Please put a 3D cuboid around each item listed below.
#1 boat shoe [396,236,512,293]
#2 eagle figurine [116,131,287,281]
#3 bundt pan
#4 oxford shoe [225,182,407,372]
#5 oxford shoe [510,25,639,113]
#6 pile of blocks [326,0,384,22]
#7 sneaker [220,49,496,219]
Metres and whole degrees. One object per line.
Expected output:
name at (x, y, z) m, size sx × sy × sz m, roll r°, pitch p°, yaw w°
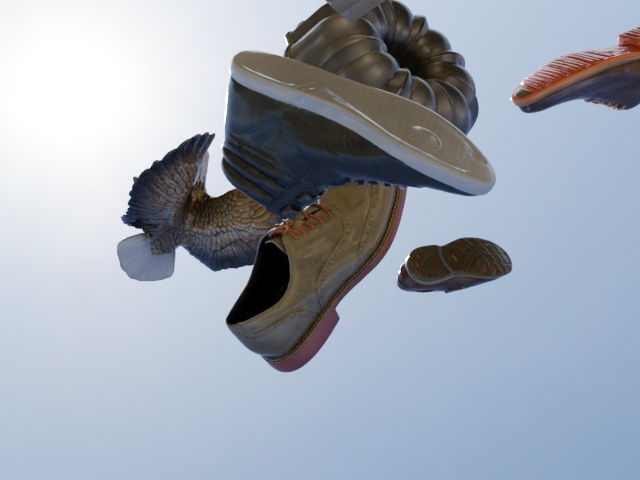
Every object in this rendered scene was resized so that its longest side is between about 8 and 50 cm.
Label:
boat shoe at (0.179, 0.038, 1.647) m, size 0.178 × 0.060 × 0.064 m, roll -5°, pitch -118°, yaw -32°
eagle figurine at (-0.194, -0.054, 1.859) m, size 0.226 × 0.225 × 0.298 m, roll -21°, pitch -168°, yaw -23°
bundt pan at (0.112, -0.256, 1.865) m, size 0.331 × 0.124 × 0.331 m, roll 28°, pitch -143°, yaw -23°
oxford shoe at (0.000, 0.000, 1.604) m, size 0.123 × 0.130 × 0.348 m, roll 16°, pitch -106°, yaw 48°
oxford shoe at (0.527, -0.289, 2.247) m, size 0.363 × 0.133 × 0.130 m, roll -21°, pitch -158°, yaw -8°
pile of blocks at (0.076, -0.425, 1.495) m, size 0.149 × 0.362 × 0.113 m, roll 27°, pitch -119°, yaw 4°
sneaker at (0.028, -0.079, 1.271) m, size 0.295 × 0.147 × 0.104 m, roll 23°, pitch -149°, yaw 5°
